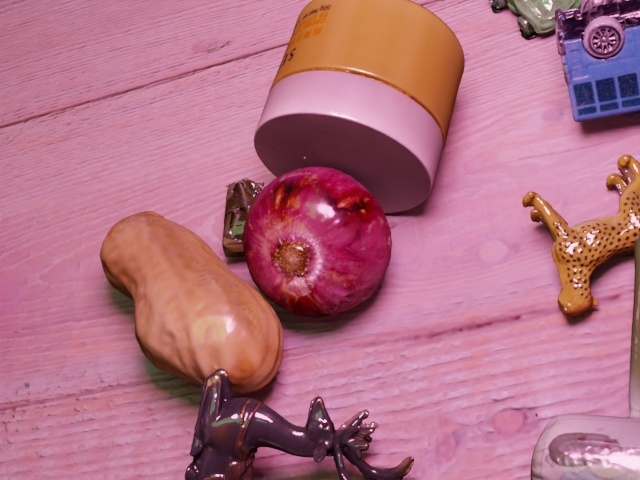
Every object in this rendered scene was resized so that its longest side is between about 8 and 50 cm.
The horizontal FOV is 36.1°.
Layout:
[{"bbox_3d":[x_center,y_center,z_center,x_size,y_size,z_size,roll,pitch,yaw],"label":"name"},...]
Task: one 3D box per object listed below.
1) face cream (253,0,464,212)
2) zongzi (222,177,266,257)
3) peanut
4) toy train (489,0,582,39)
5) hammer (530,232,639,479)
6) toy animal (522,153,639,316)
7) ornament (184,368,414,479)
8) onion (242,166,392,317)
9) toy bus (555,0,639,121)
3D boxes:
[{"bbox_3d":[0.049,-0.163,1.176,0.218,0.218,0.179,6,64,25],"label":"face cream"},{"bbox_3d":[-0.065,-0.033,1.255,0.119,0.055,0.109,-4,58,7],"label":"zongzi"},{"bbox_3d":[-0.169,0.074,1.184,0.147,0.147,0.319,-45,54,-6],"label":"peanut"},{"bbox_3d":[0.268,-0.337,1.268,0.099,0.081,0.149,-34,54,1],"label":"toy train"},{"bbox_3d":[0.324,0.130,0.961,0.206,0.119,0.336,2,60,23],"label":"hammer"},{"bbox_3d":[0.319,-0.010,1.077,0.181,0.073,0.136,-22,63,-5],"label":"toy animal"},{"bbox_3d":[-0.026,0.257,1.043,0.236,0.080,0.202,11,99,12],"label":"ornament"},{"bbox_3d":[-0.005,0.001,1.144,0.177,0.177,0.153,-26,17,7],"label":"onion"},{"bbox_3d":[0.394,-0.221,1.115,0.234,0.134,0.116,-9,29,18],"label":"toy bus"}]
